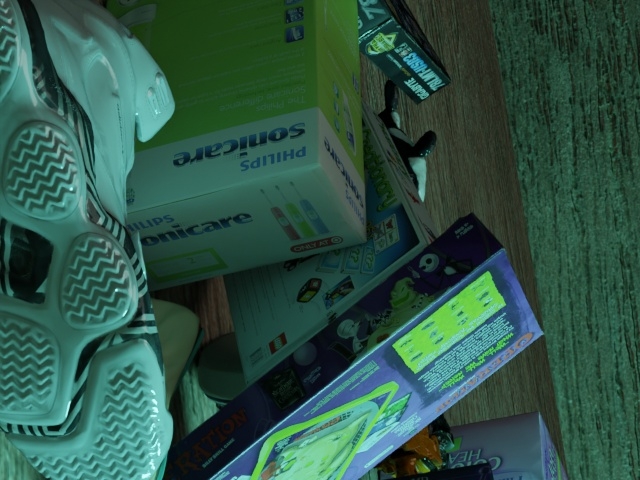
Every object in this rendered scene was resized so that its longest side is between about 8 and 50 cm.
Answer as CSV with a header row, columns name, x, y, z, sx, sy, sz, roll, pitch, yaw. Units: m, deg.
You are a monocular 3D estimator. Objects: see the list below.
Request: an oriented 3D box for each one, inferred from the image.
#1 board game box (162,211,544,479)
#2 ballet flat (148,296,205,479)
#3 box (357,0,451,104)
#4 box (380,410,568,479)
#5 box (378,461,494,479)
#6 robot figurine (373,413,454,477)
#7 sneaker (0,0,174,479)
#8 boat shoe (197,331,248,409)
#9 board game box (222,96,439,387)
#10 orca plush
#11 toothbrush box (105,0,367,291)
name,x,y,z,sx,sy,sz,roll,pitch,yaw
board game box,0.016,0.135,1.100,0.056,0.347,0.208,51,-1,32
ballet flat,-0.152,0.121,1.030,0.248,0.086,0.086,-79,152,-57
box,0.053,-0.358,1.914,0.295,0.073,0.293,62,13,18
box,0.214,0.354,1.800,0.117,0.213,0.243,-86,156,-44
box,0.125,0.349,1.487,0.207,0.153,0.108,-87,163,-63
robot figurine,0.083,0.164,1.700,0.211,0.085,0.291,32,45,-49
sneaker,-0.165,-0.022,0.955,0.210,0.137,0.366,-43,115,-68
boat shoe,-0.014,0.162,1.368,0.340,0.127,0.158,-15,109,-64
board game box,0.000,0.000,1.247,0.053,0.193,0.305,46,13,-29
orca plush,0.080,-0.135,1.932,0.102,0.151,0.287,32,41,-23
toothbrush box,-0.078,-0.121,1.204,0.122,0.206,0.283,57,25,-50
